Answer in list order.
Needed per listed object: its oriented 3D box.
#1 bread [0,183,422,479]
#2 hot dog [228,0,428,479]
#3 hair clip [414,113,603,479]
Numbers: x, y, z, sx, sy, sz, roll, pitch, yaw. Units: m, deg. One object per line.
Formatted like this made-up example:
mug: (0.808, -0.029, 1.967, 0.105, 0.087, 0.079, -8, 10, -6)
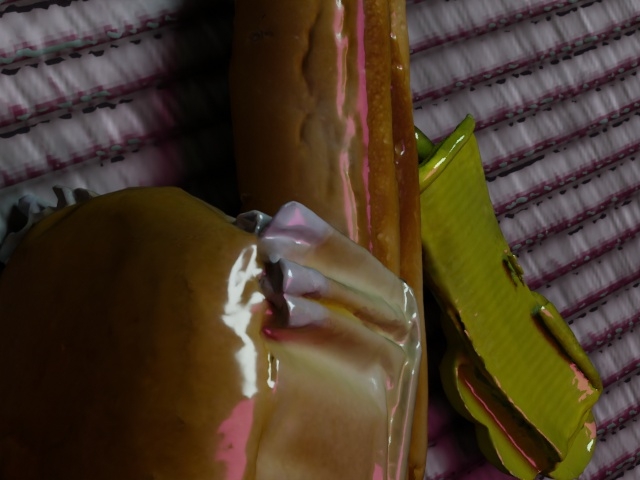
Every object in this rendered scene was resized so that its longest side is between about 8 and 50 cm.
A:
bread: (-0.057, 0.105, 0.611, 0.107, 0.136, 0.241, 24, 75, -46)
hot dog: (0.000, 0.000, 0.719, 0.100, 0.068, 0.249, -36, 124, -78)
hair clip: (0.068, 0.032, 0.816, 0.072, 0.046, 0.173, -51, 124, -31)
